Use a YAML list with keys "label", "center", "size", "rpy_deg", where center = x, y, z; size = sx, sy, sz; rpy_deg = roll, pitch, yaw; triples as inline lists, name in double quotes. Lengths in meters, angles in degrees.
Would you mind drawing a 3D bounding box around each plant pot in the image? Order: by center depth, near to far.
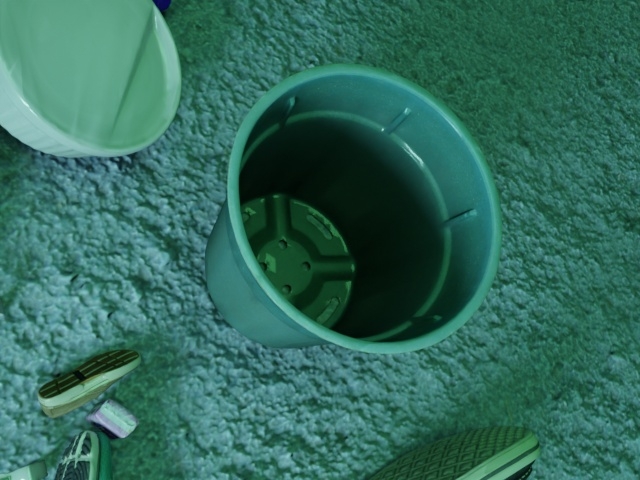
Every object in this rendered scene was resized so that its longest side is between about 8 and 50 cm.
- label: "plant pot"
  center: [0.000, 0.000, 0.872]
  size: [0.340, 0.334, 0.342]
  rpy_deg: [7, 71, -21]

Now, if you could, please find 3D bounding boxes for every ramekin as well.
- label: "ramekin"
  center: [-0.331, -0.235, 0.876]
  size: [0.272, 0.127, 0.273]
  rpy_deg: [14, 71, -47]

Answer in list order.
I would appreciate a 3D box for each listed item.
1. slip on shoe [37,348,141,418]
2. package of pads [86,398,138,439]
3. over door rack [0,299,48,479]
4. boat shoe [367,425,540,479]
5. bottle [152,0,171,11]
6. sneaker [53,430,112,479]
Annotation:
- label: "slip on shoe"
  center: [-0.299, 0.188, 0.856]
  size: [0.135, 0.051, 0.041]
  rpy_deg: [-27, 125, -35]
- label: "package of pads"
  center: [-0.267, 0.229, 0.831]
  size: [0.050, 0.083, 0.032]
  rpy_deg: [43, 58, -9]
- label: "over door rack"
  center: [-0.503, 0.207, 0.726]
  size: [0.324, 0.108, 0.240]
  rpy_deg: [-14, 81, -26]
- label: "boat shoe"
  center: [0.111, 0.421, 0.882]
  size: [0.500, 0.187, 0.156]
  rpy_deg: [-30, 92, -22]
- label: "bottle"
  center: [-0.370, -0.391, 0.971]
  size: [0.282, 0.092, 0.118]
  rpy_deg: [-16, 77, -26]
- label: "sneaker"
  center: [-0.262, 0.370, 0.798]
  size: [0.109, 0.107, 0.276]
  rpy_deg: [-3, 79, -43]
